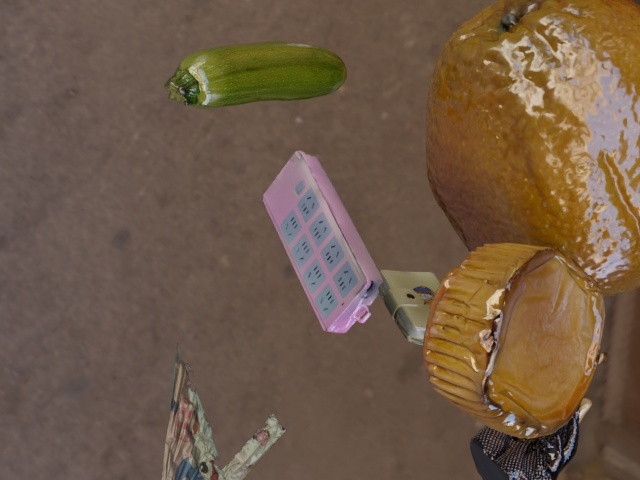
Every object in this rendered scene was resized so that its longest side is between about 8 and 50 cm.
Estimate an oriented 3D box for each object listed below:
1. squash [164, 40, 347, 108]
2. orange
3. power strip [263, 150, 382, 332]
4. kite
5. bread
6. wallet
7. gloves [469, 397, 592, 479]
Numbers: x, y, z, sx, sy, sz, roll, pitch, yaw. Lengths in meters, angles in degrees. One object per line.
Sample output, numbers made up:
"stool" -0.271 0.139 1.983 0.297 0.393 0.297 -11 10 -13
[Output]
"squash" -0.069 -0.177 1.435 0.258 0.069 0.069 -11 120 -46
"orange" 0.270 -0.110 1.487 0.322 0.322 0.357 -47 128 -13
"power strip" 0.000 0.000 1.900 0.038 0.279 0.109 8 133 -40
"kite" -0.138 0.318 1.705 0.014 0.406 0.368 0 143 -37
"bread" 0.188 0.095 1.336 0.199 0.104 0.199 -11 105 -43
"wallet" 0.150 0.102 2.021 0.110 0.155 0.039 6 119 -23
"gloves" 0.304 0.276 1.856 0.181 0.129 0.106 -24 97 -19
